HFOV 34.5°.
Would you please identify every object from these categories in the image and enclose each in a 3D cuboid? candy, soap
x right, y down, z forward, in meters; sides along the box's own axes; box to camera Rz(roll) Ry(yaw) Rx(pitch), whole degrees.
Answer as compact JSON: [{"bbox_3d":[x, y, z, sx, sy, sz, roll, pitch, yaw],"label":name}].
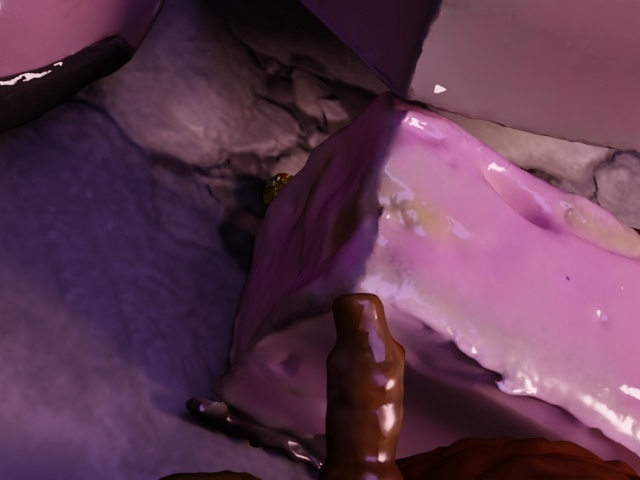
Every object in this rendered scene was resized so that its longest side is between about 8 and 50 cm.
[{"bbox_3d":[0.000,0.000,0.538,0.023,0.025,0.083,-37,97,3],"label":"candy"},{"bbox_3d":[0.097,-0.162,0.543,0.285,0.107,0.296,6,31,-33],"label":"soap"},{"bbox_3d":[0.092,0.065,0.469,0.265,0.155,0.116,30,51,-14],"label":"candy"}]

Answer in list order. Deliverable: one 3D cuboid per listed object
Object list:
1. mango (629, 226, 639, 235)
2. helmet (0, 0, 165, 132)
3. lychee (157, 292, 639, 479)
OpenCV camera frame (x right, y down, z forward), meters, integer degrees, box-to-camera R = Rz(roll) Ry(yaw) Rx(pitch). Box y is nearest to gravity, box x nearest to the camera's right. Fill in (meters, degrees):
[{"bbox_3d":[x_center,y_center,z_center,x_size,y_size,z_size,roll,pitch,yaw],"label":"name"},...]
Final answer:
[{"bbox_3d":[0.166,0.033,0.595,0.077,0.063,0.127,49,45,7],"label":"mango"},{"bbox_3d":[-0.150,-0.166,0.453,0.198,0.154,0.253,39,56,-7],"label":"helmet"},{"bbox_3d":[0.033,0.171,0.319,0.255,0.255,0.300,-31,115,-39],"label":"lychee"}]
